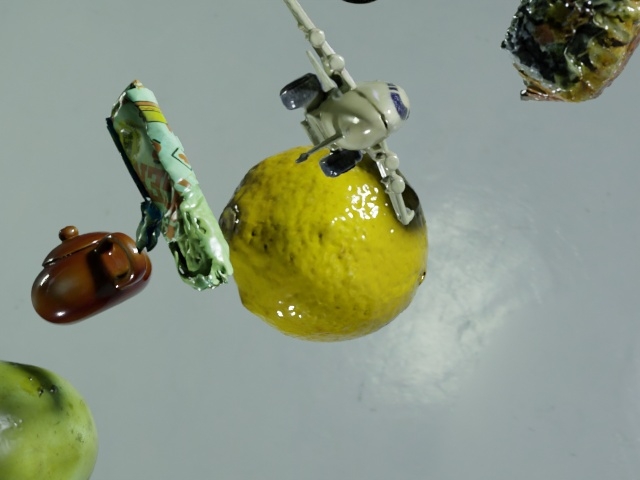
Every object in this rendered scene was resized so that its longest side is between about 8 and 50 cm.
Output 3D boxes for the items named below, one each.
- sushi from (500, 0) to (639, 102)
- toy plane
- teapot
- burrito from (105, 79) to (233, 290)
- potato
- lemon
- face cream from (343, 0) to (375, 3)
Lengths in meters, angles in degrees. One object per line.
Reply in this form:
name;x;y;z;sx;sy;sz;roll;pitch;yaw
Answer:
sushi;0.383;-0.318;1.669;0.184;0.139;0.274;35;111;19
toy plane;0.026;-0.111;0.956;0.104;0.256;0.242;-26;103;8
teapot;-0.324;0.037;1.552;0.252;0.178;0.135;-23;98;50
burrito;-0.184;-0.052;1.250;0.104;0.054;0.288;-43;63;28
potato;-0.399;0.251;1.312;0.216;0.304;0.216;3;96;31
lemon;0.000;0.000;1.878;0.350;0.387;0.350;-40;42;51
face cream;0.082;-0.584;1.907;0.105;0.105;0.348;-9;62;34
